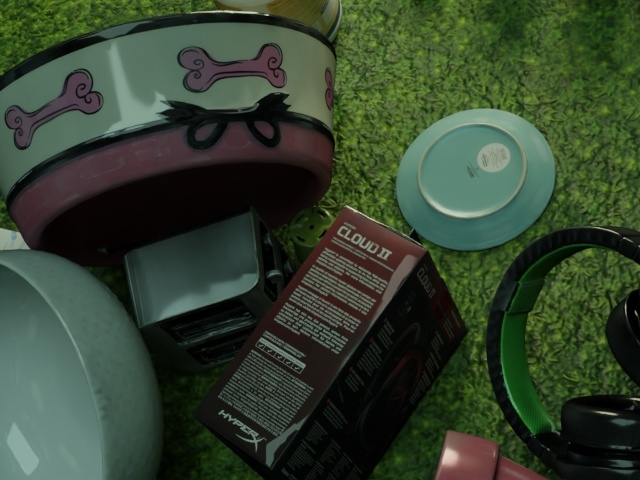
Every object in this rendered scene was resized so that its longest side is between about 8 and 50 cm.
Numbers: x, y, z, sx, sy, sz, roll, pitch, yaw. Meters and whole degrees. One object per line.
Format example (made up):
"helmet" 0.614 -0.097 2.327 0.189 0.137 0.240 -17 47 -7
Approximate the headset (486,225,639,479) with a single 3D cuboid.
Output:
"headset" 0.332 0.143 1.241 0.394 0.185 0.243 41 120 41

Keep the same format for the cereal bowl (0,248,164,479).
"cereal bowl" -0.281 0.167 1.413 0.141 0.339 0.339 -17 46 -44

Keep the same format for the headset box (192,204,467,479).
"headset box" 0.029 0.122 1.350 0.110 0.218 0.293 30 77 28

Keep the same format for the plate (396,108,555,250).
"plate" 0.177 -0.077 1.516 0.188 0.024 0.188 -8 61 15

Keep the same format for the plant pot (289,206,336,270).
"plant pot" 0.000 0.000 1.502 0.083 0.079 0.083 -8 61 14

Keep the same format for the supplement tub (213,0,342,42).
"supplement tub" -0.064 -0.320 1.616 0.144 0.199 0.144 -7 62 14

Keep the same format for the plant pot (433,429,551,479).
"plant pot" 0.181 0.299 1.237 0.180 0.201 0.201 14 68 8

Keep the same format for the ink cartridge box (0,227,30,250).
"ink cartridge box" -0.387 0.037 1.625 0.122 0.052 0.088 13 68 22

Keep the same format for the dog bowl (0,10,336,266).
"dog bowl" -0.165 -0.092 1.437 0.408 0.408 0.150 -16 75 10

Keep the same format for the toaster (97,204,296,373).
"toaster" -0.124 0.057 1.461 0.186 0.168 0.110 -18 61 8
